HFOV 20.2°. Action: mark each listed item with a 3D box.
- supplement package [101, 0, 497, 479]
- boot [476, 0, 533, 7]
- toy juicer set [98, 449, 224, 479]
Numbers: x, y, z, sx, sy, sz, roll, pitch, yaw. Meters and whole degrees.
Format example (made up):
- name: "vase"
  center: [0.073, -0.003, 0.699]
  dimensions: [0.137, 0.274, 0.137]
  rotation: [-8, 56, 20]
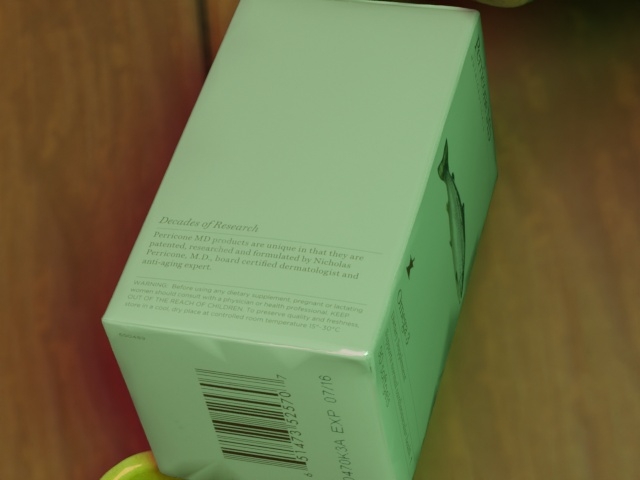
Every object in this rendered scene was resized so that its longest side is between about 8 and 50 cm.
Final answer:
- name: "supplement package"
  center: [0.000, 0.000, 0.719]
  dimensions: [0.105, 0.105, 0.179]
  rotation: [6, 52, 17]
- name: "boot"
  center: [0.096, -0.187, 0.798]
  dimensions: [0.211, 0.104, 0.295]
  rotation: [-26, 33, -22]
- name: "toy juicer set"
  center: [-0.021, 0.252, 0.675]
  dimensions: [0.329, 0.089, 0.209]
  rotation: [42, 85, 23]
